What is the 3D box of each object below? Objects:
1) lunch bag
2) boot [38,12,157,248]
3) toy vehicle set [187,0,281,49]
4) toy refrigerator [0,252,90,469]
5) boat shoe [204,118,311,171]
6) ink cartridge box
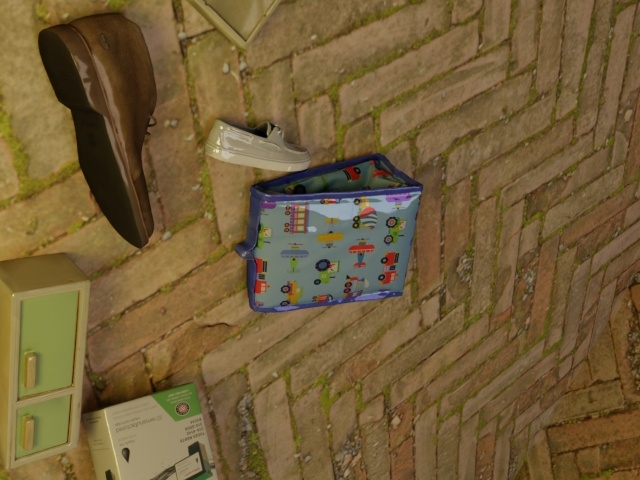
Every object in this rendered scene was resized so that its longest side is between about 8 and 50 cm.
[{"bbox_3d":[0.000,0.000,1.246,0.293,0.138,0.221,-12,126,-28],"label":"lunch bag"},{"bbox_3d":[-0.241,-0.130,0.943,0.115,0.112,0.305,-36,134,-36],"label":"boot"},{"bbox_3d":[-0.133,-0.382,0.929,0.166,0.035,0.267,-54,139,-2],"label":"toy vehicle set"},{"bbox_3d":[-0.375,0.161,1.000,0.102,0.094,0.269,-9,121,-41],"label":"toy refrigerator"},{"bbox_3d":[-0.085,-0.144,1.113,0.184,0.066,0.063,6,112,-35],"label":"boat shoe"},{"bbox_3d":[-0.250,0.346,1.154,0.160,0.093,0.219,-11,82,-40],"label":"ink cartridge box"}]
